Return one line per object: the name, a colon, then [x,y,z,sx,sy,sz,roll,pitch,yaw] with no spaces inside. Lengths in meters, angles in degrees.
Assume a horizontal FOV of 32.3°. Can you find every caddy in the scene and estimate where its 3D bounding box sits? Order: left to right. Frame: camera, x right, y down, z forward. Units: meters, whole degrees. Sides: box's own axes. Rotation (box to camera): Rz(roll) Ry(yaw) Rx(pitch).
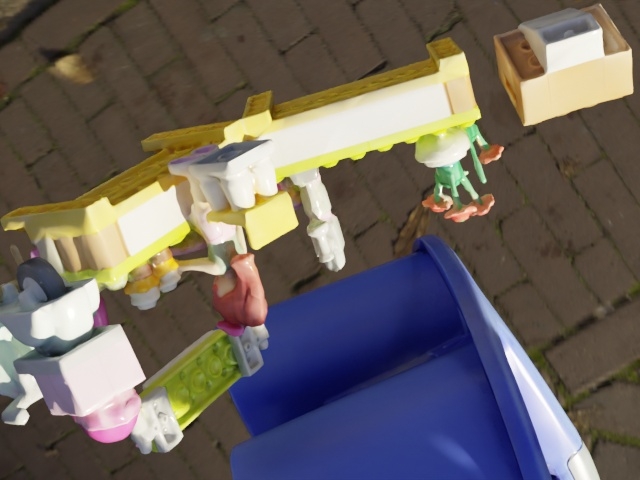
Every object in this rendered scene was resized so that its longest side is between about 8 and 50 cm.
caddy: [0.067,0.166,0.591,0.179,0.241,0.341,-17,118,-3]

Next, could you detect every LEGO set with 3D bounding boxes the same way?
LEGO set: [0.000,0.000,0.439,0.287,0.132,0.107,-27,110,-29]
